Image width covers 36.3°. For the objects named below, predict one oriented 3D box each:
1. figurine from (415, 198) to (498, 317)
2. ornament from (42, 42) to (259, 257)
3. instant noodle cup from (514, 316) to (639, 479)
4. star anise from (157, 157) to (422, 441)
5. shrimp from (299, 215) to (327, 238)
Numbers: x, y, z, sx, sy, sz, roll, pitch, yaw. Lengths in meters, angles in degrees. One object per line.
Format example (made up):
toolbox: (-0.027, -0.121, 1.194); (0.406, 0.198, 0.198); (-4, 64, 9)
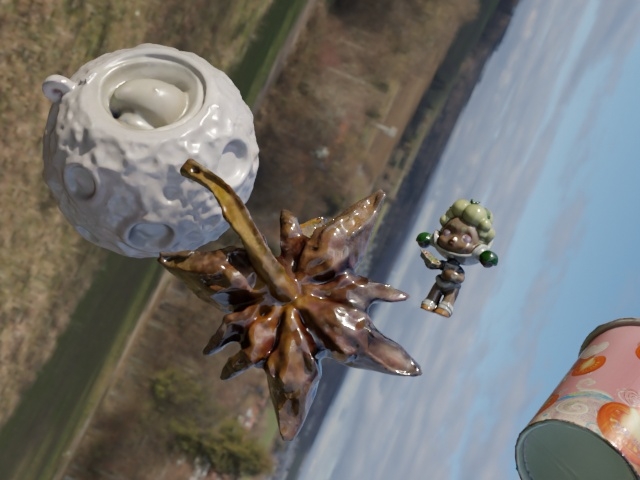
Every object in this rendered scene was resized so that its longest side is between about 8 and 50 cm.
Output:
figurine: (0.218, 0.025, 1.584); (0.197, 0.147, 0.093); (-63, 148, -16)
ornament: (-0.263, -0.130, 1.526); (0.337, 0.337, 0.337); (24, 90, -86)
instant noodle cup: (0.398, 0.260, 1.305); (0.231, 0.243, 0.243); (-32, 154, -38)
star anise: (-0.040, 0.057, 1.150); (0.109, 0.292, 0.350); (125, -42, -70)
shrimp: (0.000, 0.000, 1.535); (0.025, 0.091, 0.127); (-47, -175, 30)
